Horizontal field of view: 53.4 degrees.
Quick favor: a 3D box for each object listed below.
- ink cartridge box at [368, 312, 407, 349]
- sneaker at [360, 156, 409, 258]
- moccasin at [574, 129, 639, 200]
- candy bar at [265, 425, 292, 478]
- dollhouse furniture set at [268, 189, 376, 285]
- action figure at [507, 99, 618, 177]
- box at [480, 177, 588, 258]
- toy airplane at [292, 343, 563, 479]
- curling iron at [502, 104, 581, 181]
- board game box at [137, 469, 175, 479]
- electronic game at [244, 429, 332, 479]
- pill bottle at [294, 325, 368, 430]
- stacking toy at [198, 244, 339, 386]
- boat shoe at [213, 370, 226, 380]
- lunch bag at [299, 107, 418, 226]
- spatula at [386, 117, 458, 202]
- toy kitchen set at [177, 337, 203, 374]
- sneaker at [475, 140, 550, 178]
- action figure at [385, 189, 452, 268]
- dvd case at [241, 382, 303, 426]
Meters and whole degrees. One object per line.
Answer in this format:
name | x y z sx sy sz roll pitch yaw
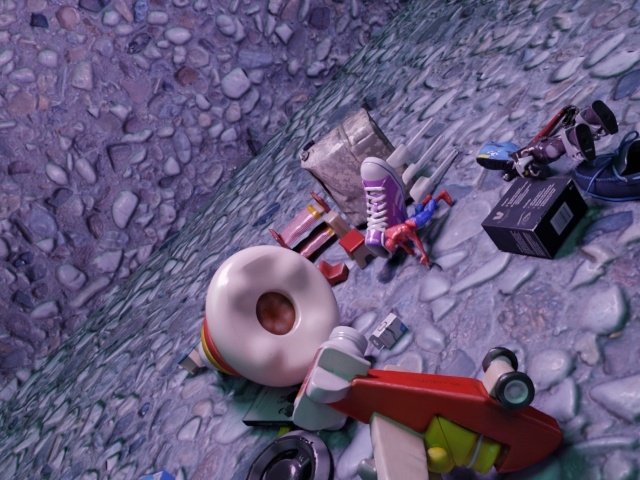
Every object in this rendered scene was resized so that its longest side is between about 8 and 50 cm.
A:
ink cartridge box | 0.157 0.218 1.487 0.083 0.048 0.028 -47 25 -8
sneaker | 0.160 -0.073 1.688 0.102 0.282 0.161 1 42 35
moccasin | 0.652 -0.160 1.279 0.138 0.117 0.342 -50 23 -16
candy bar | -0.093 0.478 1.471 0.040 0.018 0.161 -24 30 33
dollhouse furniture set | 0.000 0.000 1.950 0.201 0.152 0.374 -43 24 -2
action figure | 0.525 -0.203 1.396 0.185 0.099 0.285 -32 -1 -9
box | 0.471 -0.054 1.408 0.156 0.093 0.158 -49 26 -15
toy airplane | 0.141 0.312 1.043 0.386 0.273 0.384 -5 12 -40
curling iron | 0.573 -0.257 1.657 0.274 0.035 0.068 -43 25 -1
board game box | -0.486 0.704 1.655 0.210 0.047 0.160 -29 28 27
electronic game | -0.074 0.511 1.352 0.229 0.048 0.229 -25 35 20
pill bottle | 0.032 0.306 1.441 0.121 0.121 0.216 -18 34 42
stacking toy | -0.197 0.247 1.693 0.480 0.350 0.351 -38 18 54
boat shoe | -0.295 0.368 1.919 0.040 0.049 0.142 -37 23 10
lunch bag | 0.116 -0.215 1.947 0.256 0.305 0.213 -36 24 10
spatula | 0.308 -0.241 1.881 0.242 0.168 0.019 -47 12 -29
toy kitchen set | -0.367 0.297 2.043 0.166 0.122 0.207 -44 4 42
sneaker | 0.496 -0.215 1.616 0.209 0.069 0.082 23 73 48
action figure | 0.266 -0.017 1.681 0.091 0.139 0.280 -19 11 47
dvd case | -0.071 0.379 1.567 0.238 0.030 0.179 -17 29 45
